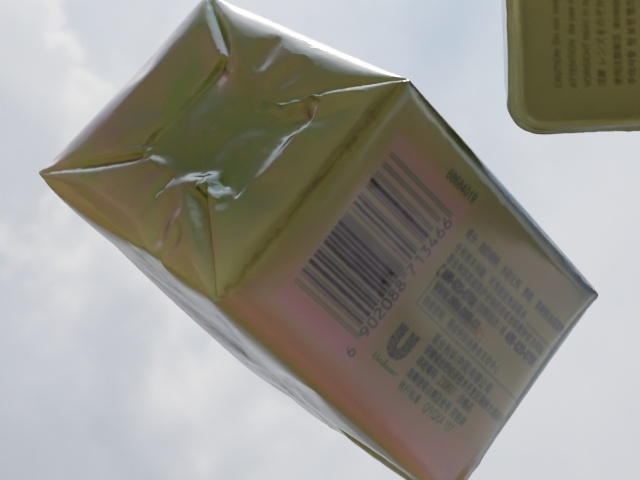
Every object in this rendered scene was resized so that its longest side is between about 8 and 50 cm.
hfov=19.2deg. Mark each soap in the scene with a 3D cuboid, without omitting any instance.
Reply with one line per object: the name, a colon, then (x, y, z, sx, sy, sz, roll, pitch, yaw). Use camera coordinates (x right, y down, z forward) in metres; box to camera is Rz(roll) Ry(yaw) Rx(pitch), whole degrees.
soap: (0.000, 0.000, 0.926, 0.182, 0.138, 0.199, 28, -13, 50)

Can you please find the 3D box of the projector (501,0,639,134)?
projector: (0.173, -0.185, 0.888, 0.192, 0.099, 0.256, -3, -78, 3)
